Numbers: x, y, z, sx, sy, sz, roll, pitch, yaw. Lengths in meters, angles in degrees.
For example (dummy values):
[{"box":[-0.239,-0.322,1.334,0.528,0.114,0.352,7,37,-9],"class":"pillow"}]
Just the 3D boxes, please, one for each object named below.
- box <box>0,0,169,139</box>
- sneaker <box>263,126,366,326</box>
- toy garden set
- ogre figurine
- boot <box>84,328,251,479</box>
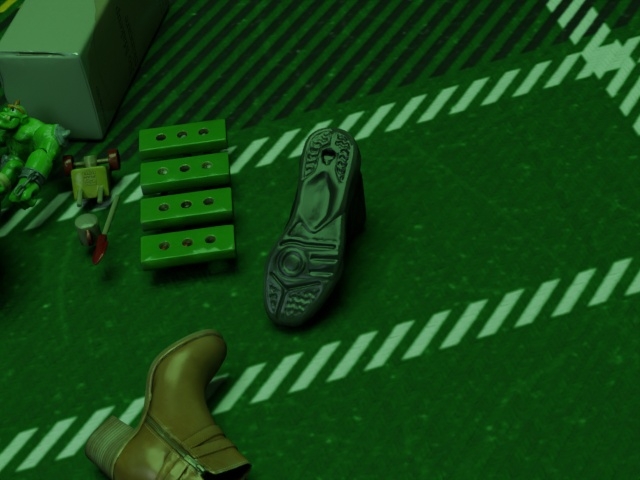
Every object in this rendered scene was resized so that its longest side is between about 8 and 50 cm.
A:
[{"box":[-0.311,-0.281,2.157,0.121,0.148,0.311,3,44,14],"class":"box"},{"box":[0.000,0.000,1.825,0.087,0.130,0.227,8,72,14],"class":"sneaker"},{"box":[-0.204,-0.040,1.933,0.204,0.049,0.244,-8,42,1],"class":"toy garden set"},{"box":[-0.383,-0.104,2.008,0.118,0.097,0.197,-51,20,-19],"class":"ogre figurine"},{"box":[-0.123,0.189,1.637,0.152,0.073,0.197,26,64,36],"class":"boot"}]
